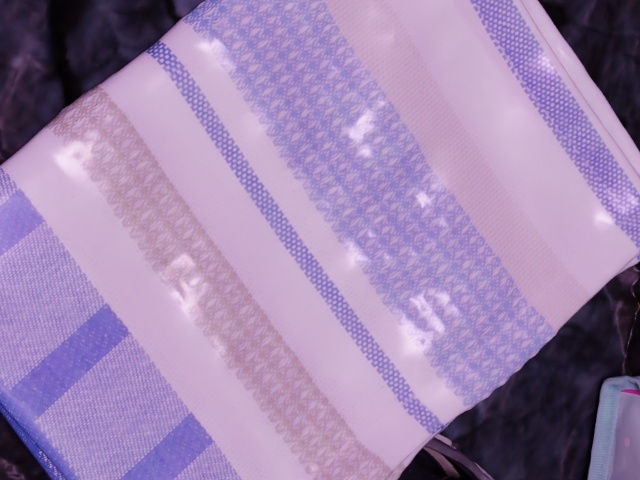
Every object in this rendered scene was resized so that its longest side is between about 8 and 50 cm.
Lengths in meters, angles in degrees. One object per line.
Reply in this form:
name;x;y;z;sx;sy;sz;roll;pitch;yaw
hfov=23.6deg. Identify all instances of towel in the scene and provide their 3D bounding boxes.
towel;0.000;0.000;0.618;0.285;0.034;0.209;-40;105;-16

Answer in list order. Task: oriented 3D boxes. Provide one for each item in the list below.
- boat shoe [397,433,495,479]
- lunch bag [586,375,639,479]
boat shoe;0.056;0.138;0.730;0.075;0.065;0.206;-47;127;-9
lunch bag;0.247;0.210;0.835;0.223;0.160;0.262;1;101;-36
